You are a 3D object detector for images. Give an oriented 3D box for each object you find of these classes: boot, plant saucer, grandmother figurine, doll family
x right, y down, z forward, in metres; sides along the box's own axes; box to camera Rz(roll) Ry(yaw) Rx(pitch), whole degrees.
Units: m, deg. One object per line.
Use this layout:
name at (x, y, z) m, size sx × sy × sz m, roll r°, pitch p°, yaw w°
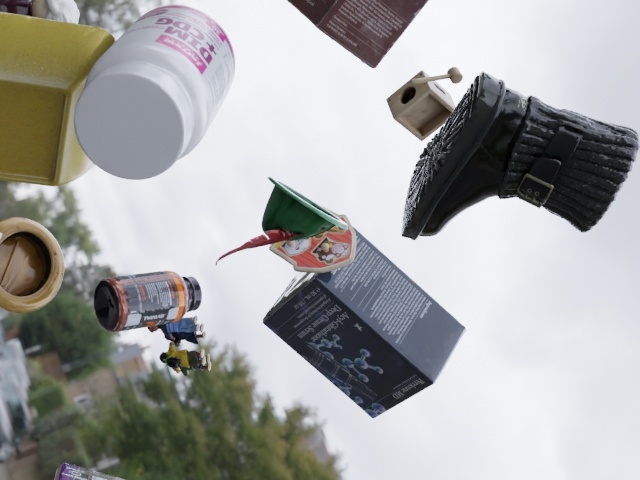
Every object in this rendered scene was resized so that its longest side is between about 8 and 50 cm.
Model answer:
boot at (0.287, -0.080, 1.621) m, size 0.348 × 0.260 × 0.131 m, roll 123°, pitch -15°, yaw -51°
plant saucer at (-0.479, -0.186, 1.536) m, size 0.332 × 0.333 × 0.081 m, roll 118°, pitch -26°, yaw -54°
grandmother figurine at (-0.656, -0.468, 2.153) m, size 0.104 × 0.342 × 0.207 m, roll -156°, pitch -111°, yaw -84°
doll family at (-0.314, 0.228, 2.379) m, size 0.076 × 0.111 × 0.193 m, roll -67°, pitch 153°, yaw -65°

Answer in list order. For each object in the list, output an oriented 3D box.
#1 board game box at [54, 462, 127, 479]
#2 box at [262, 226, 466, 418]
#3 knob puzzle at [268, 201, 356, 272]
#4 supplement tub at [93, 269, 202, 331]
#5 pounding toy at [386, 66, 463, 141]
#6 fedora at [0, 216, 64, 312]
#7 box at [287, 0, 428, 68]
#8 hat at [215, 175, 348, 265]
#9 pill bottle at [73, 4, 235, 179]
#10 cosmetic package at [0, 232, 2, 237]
board game box at (-0.244, 0.474, 1.587) m, size 0.056 × 0.347 × 0.208 m, roll -39°, pitch -145°, yaw 56°
box at (0.107, 0.213, 2.718) m, size 0.395 × 0.212 × 0.293 m, roll 41°, pitch -39°, yaw -5°
knob puzzle at (0.000, 0.000, 2.562) m, size 0.213 × 0.213 × 0.030 m, roll 58°, pitch -12°, yaw 36°
supplement tub at (-0.326, 0.113, 2.068) m, size 0.106 × 0.198 × 0.106 m, roll 9°, pitch -78°, yaw 49°
pounding toy at (0.274, -0.387, 2.773) m, size 0.181 × 0.206 × 0.094 m, roll 33°, pitch 29°, yaw -39°
fedora at (-0.591, 0.052, 2.082) m, size 0.079 × 0.194 × 0.194 m, roll -21°, pitch -92°, yaw 44°
box at (0.061, -0.426, 1.751) m, size 0.167 × 0.203 × 0.168 m, roll 27°, pitch 17°, yaw -47°
hat at (-0.080, -0.005, 2.037) m, size 0.208 × 0.183 × 0.173 m, roll 31°, pitch 5°, yaw -22°
pill bottle at (-0.207, -0.191, 1.371) m, size 0.283 × 0.160 × 0.160 m, roll -78°, pitch 158°, yaw -63°
cosmetic package at (-0.692, 0.058, 1.866) m, size 0.138 × 0.224 × 0.224 m, roll 31°, pitch -16°, yaw -34°
